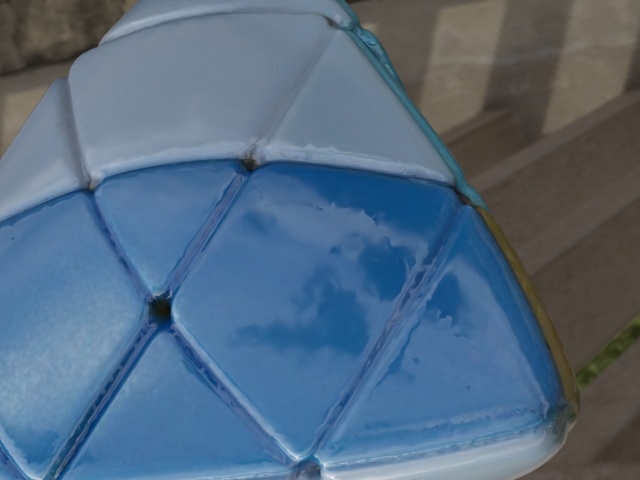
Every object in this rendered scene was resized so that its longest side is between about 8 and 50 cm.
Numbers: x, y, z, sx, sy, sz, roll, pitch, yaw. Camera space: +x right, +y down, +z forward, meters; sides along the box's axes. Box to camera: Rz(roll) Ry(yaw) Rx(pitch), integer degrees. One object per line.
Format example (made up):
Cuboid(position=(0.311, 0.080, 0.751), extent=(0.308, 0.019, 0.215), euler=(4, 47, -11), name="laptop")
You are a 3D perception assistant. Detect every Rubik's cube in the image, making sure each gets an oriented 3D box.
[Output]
Cuboid(position=(0.000, 0.000, 0.534), extent=(0.254, 0.254, 0.254), euler=(13, 114, 30), name="Rubik's cube")
